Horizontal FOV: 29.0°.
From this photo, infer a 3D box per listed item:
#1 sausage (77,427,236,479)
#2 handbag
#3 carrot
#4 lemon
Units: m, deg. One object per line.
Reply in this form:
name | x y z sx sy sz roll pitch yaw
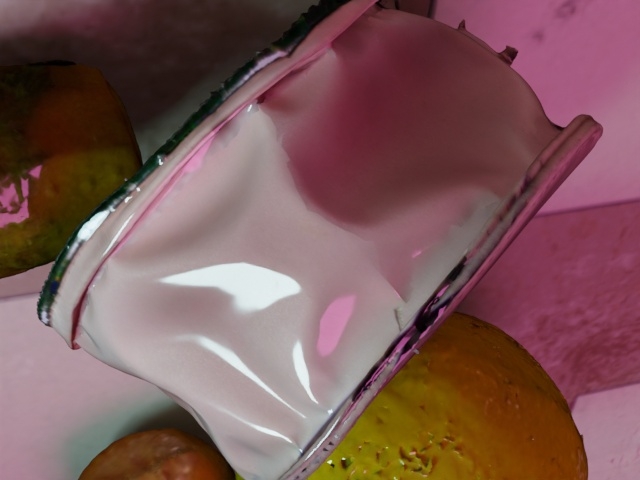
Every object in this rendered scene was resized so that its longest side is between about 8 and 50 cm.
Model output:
sausage | -0.068 0.189 0.699 0.098 0.098 0.238 -25 135 -3
handbag | -0.001 -0.001 0.475 0.205 0.116 0.179 -49 174 15
carrot | -0.154 -0.014 0.464 0.173 0.082 0.082 -23 137 -10
lemon | 0.043 0.115 0.625 0.173 0.173 0.206 -35 121 8
